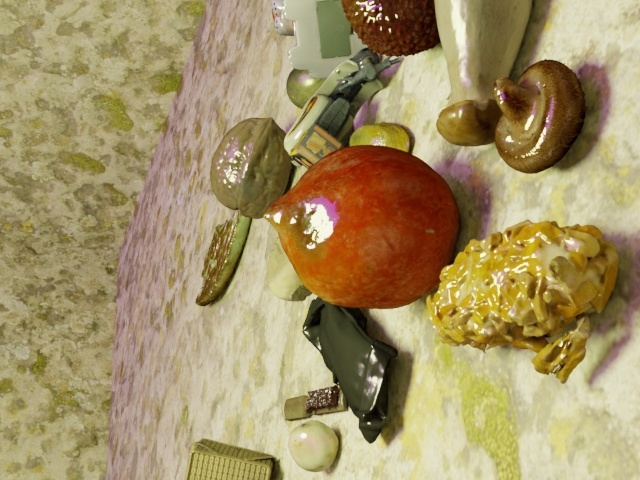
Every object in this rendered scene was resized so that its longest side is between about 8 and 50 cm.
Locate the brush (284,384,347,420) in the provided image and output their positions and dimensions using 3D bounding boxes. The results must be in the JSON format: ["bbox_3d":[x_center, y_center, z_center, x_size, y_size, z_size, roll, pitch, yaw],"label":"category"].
[{"bbox_3d":[-0.019,0.277,1.421,0.248,0.036,0.043,149,134,-62],"label":"brush"}]

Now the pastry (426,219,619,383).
[{"bbox_3d":[0.207,0.059,0.873,0.250,0.102,0.154,-17,51,69],"label":"pastry"}]

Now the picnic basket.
[{"bbox_3d":[-0.168,0.438,1.524,0.079,0.164,0.115,-53,-25,-86],"label":"picnic basket"}]

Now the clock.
[{"bbox_3d":[-0.001,-0.436,1.610,0.254,0.189,0.189,-112,39,-60],"label":"clock"}]

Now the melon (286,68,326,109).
[{"bbox_3d":[-0.016,-0.311,1.663,0.131,0.098,0.098,-20,60,57],"label":"melon"}]

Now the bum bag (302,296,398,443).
[{"bbox_3d":[0.049,0.165,1.264,0.326,0.080,0.142,-125,43,-58],"label":"bum bag"}]

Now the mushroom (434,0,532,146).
[{"bbox_3d":[0.201,-0.292,1.053,0.128,0.128,0.350,177,98,-68],"label":"mushroom"}]

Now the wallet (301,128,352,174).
[{"bbox_3d":[0.013,-0.170,1.589,0.110,0.039,0.155,-96,29,-46],"label":"wallet"}]

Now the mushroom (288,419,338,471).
[{"bbox_3d":[-0.009,0.326,1.328,0.083,0.067,0.083,6,99,36],"label":"mushroom"}]

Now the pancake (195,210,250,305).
[{"bbox_3d":[-0.246,0.034,2.120,0.376,0.054,0.197,-58,30,36],"label":"pancake"}]

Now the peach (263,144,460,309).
[{"bbox_3d":[0.049,-0.023,1.116,0.232,0.257,0.232,-164,90,-71],"label":"peach"}]

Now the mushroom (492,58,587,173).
[{"bbox_3d":[0.243,-0.138,0.929,0.109,0.085,0.126,43,123,25],"label":"mushroom"}]

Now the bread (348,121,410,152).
[{"bbox_3d":[0.078,-0.124,1.370,0.188,0.065,0.149,-150,69,-66],"label":"bread"}]

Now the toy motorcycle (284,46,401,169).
[{"bbox_3d":[0.034,-0.233,1.441,0.263,0.091,0.157,-57,15,-11],"label":"toy motorcycle"}]

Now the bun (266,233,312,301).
[{"bbox_3d":[0.000,0.000,1.419,0.237,0.116,0.210,-65,17,-3],"label":"bun"}]

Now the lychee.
[{"bbox_3d":[0.123,-0.361,1.237,0.194,0.194,0.194,-167,90,-69],"label":"lychee"}]

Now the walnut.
[{"bbox_3d":[-0.148,-0.163,1.810,0.178,0.178,0.230,-118,46,-59],"label":"walnut"}]
